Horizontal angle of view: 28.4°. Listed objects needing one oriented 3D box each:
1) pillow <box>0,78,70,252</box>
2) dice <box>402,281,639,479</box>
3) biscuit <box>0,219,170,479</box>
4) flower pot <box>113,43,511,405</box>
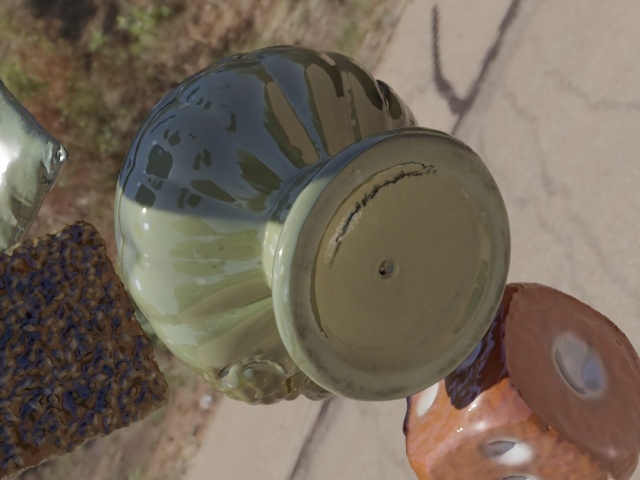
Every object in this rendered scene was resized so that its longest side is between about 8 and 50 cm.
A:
[{"bbox_3d":[-0.421,-0.040,1.571,0.075,0.185,0.302,-7,-45,-54],"label":"pillow"},{"bbox_3d":[0.186,0.157,1.185,0.179,0.174,0.175,-45,24,44],"label":"dice"},{"bbox_3d":[-0.217,0.085,0.738,0.131,0.237,0.026,65,159,7],"label":"biscuit"},{"bbox_3d":[0.000,0.000,1.035,0.244,0.307,0.307,24,91,57],"label":"flower pot"}]
